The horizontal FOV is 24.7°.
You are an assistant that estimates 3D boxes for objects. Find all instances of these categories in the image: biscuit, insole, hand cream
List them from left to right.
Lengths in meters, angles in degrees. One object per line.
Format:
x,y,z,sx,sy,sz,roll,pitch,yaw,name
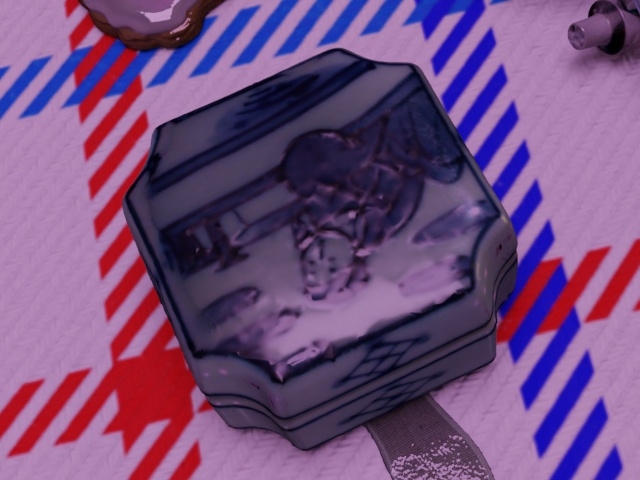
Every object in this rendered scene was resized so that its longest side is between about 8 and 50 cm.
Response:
-0.153,-0.289,1.429,0.181,0.049,0.208,39,77,23,biscuit
0.078,0.163,1.192,0.080,0.003,0.232,-31,63,-7,insole
0.331,-0.230,1.323,0.257,0.050,0.084,-30,64,-16,hand cream

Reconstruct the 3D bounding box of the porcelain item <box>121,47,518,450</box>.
0.000,0.000,1.199,0.281,0.157,0.286,-24,61,-2,porcelain item

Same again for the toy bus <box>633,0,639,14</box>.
0.425,-0.267,1.249,0.329,0.136,0.109,-19,74,-12,toy bus
